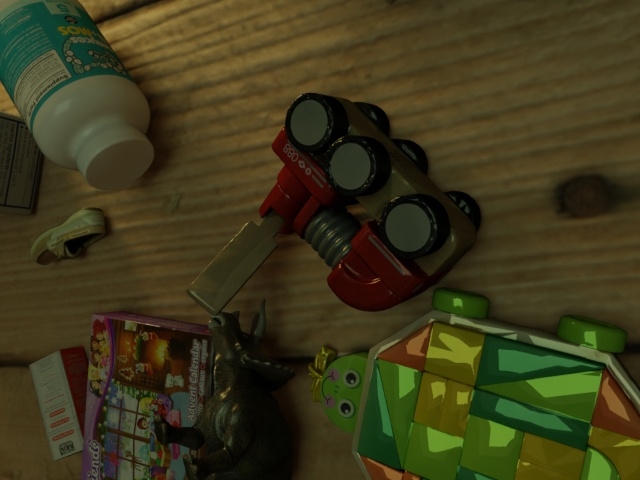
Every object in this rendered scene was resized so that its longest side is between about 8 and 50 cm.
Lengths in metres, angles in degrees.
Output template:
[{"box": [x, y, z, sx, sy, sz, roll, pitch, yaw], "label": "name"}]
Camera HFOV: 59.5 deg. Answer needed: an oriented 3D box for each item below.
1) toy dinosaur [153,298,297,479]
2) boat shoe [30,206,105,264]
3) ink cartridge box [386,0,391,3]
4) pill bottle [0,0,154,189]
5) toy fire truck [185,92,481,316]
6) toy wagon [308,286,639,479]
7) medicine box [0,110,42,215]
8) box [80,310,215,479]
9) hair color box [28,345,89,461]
[{"box": [-0.083, 0.238, 0.610, 0.121, 0.160, 0.313, 3, 105, 52], "label": "toy dinosaur"}, {"box": [-0.360, 0.003, 0.796, 0.135, 0.050, 0.045, -33, 70, 21], "label": "boat shoe"}, {"box": [0.014, -0.392, 0.485, 0.129, 0.307, 0.223, -31, 76, 20], "label": "ink cartridge box"}, {"box": [-0.321, -0.193, 0.731, 0.146, 0.146, 0.264, -42, 72, 19], "label": "pill bottle"}, {"box": [0.000, 0.000, 0.580, 0.217, 0.158, 0.246, 49, 120, 18], "label": "toy fire truck"}, {"box": [0.130, 0.184, 0.544, 0.345, 0.068, 0.267, 12, 93, 26], "label": "toy wagon"}, {"box": [-0.603, -0.135, 0.786, 0.264, 0.289, 0.149, 10, 91, 26], "label": "medicine box"}, {"box": [-0.210, 0.247, 0.712, 0.201, 0.057, 0.293, 4, 90, 27], "label": "box"}, {"box": [-0.357, 0.229, 0.793, 0.072, 0.043, 0.141, -25, 77, 23], "label": "hair color box"}]
